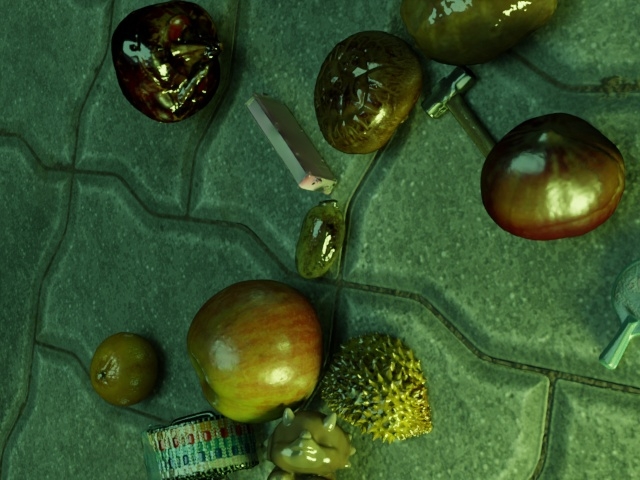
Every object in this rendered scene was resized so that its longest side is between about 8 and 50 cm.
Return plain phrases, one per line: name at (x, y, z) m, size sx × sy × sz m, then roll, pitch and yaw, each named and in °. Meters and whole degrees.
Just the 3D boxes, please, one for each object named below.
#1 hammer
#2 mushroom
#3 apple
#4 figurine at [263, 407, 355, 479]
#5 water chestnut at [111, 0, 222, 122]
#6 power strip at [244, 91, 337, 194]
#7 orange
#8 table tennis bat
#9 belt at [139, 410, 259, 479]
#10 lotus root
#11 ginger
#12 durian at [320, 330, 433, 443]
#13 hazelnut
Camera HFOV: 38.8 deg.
hammer at (0.317, -0.157, 1.643) m, size 0.111 × 0.043 × 0.365 m, roll -45°, pitch 62°, yaw 26°
mushroom at (0.086, -0.292, 1.779) m, size 0.253 × 0.153 × 0.253 m, roll -16°, pitch 67°, yaw 44°
apple at (-0.142, 0.217, 1.812) m, size 0.301 × 0.301 × 0.302 m, roll -4°, pitch 83°, yaw 40°
figurine at (-0.019, 0.423, 1.774) m, size 0.177 × 0.247 × 0.173 m, roll -3°, pitch 56°, yaw 24°
water chestnut at (-0.343, -0.415, 2.090) m, size 0.244 × 0.289 × 0.289 m, roll 21°, pitch 102°, yaw 4°
power strip at (-0.063, -0.207, 1.916) m, size 0.037 × 0.109 × 0.279 m, roll -47°, pitch 59°, yaw 24°
orange at (-0.476, 0.311, 2.193) m, size 0.177 × 0.155 × 0.178 m, roll -20°, pitch 61°, yaw 41°
table tennis bat at (0.511, 0.119, 1.457) m, size 0.124 × 0.033 × 0.201 m, roll 39°, pitch 105°, yaw 37°
belt at (-0.263, 0.451, 1.962) m, size 0.257 × 0.207 × 0.150 m, roll -18°, pitch 74°, yaw 20°
lotus root at (0.000, 0.000, 1.858) m, size 0.080 × 0.089 × 0.179 m, roll -104°, pitch 29°, yaw -75°
ginger at (0.269, -0.406, 1.595) m, size 0.269 × 0.200 × 0.223 m, roll 35°, pitch 106°, yaw 37°
durian at (0.091, 0.275, 1.735) m, size 0.249 × 0.137 × 0.183 m, roll 27°, pitch 112°, yaw 44°
hazelnut at (0.368, -0.106, 1.467) m, size 0.229 × 0.229 × 0.230 m, roll -4°, pitch 83°, yaw 40°
